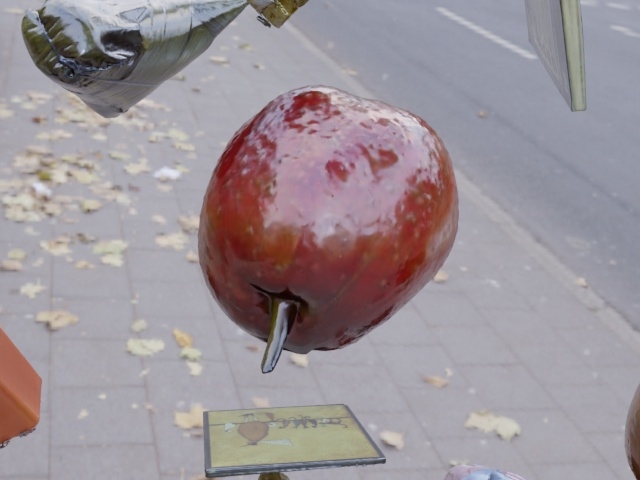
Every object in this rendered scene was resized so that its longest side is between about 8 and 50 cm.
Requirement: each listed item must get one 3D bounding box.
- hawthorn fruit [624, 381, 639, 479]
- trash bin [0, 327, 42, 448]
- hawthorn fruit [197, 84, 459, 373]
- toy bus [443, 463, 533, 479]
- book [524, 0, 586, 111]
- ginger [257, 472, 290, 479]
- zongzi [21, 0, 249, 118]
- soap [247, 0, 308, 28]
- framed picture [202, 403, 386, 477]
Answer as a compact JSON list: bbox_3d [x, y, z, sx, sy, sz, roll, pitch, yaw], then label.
[{"bbox_3d":[0.489,0.244,1.039,0.267,0.301,0.268,26,18,-9],"label":"hawthorn fruit"},{"bbox_3d":[-0.528,0.204,1.310,0.161,0.239,0.184,-26,36,5],"label":"trash bin"},{"bbox_3d":[0.000,0.000,0.973,0.284,0.285,0.369,14,45,10],"label":"hawthorn fruit"},{"bbox_3d":[0.317,0.474,1.450,0.294,0.197,0.232,20,-1,-10],"label":"toy bus"},{"bbox_3d":[0.418,-0.446,1.624,0.039,0.300,0.428,-11,29,8],"label":"book"},{"bbox_3d":[-0.046,0.438,1.371,0.190,0.095,0.069,49,1,32],"label":"ginger"},{"bbox_3d":[-0.237,-0.299,1.223,0.300,0.138,0.286,-27,-2,-1],"label":"zongzi"},{"bbox_3d":[-0.084,-0.387,0.964,0.274,0.173,0.089,44,42,-15],"label":"soap"},{"bbox_3d":[-0.056,0.304,1.379,0.255,0.014,0.338,-2,3,-7],"label":"framed picture"}]
